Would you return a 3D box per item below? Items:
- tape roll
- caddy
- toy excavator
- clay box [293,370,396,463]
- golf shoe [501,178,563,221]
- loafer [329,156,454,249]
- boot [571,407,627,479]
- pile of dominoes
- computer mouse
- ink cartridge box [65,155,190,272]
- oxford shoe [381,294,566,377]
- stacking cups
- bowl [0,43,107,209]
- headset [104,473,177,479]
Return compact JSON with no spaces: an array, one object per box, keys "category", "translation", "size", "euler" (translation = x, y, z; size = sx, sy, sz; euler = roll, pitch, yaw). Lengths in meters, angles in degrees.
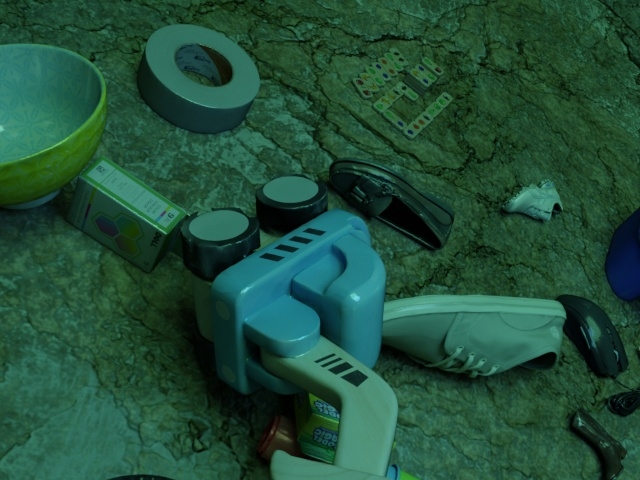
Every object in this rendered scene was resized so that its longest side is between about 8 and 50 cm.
[{"category":"tape roll","translation":[-0.228,-0.304,1.410],"size":[0.219,0.072,0.219],"euler":[16,49,-19]},{"category":"caddy","translation":[0.779,0.029,1.645],"size":[0.241,0.179,0.341],"euler":[37,45,0]},{"category":"toy excavator","translation":[-0.007,0.130,0.955],"size":[0.445,0.222,0.433],"euler":[24,39,33]},{"category":"clay box","translation":[0.029,0.239,1.065],"size":[0.128,0.053,0.222],"euler":[22,15,-13]},{"category":"golf shoe","translation":[0.469,-0.078,1.635],"size":[0.176,0.069,0.086],"euler":[-18,71,-37]},{"category":"loafer","translation":[0.135,-0.069,1.419],"size":[0.268,0.096,0.084],"euler":[24,53,-14]},{"category":"boot","translation":[0.476,0.354,1.310],"size":[0.114,0.037,0.106],"euler":[46,33,6]},{"category":"pile of dominoes","translation":[0.194,-0.351,1.712],"size":[0.196,0.040,0.251],"euler":[40,45,4]},{"category":"computer mouse","translation":[0.584,0.202,1.478],"size":[0.184,0.060,0.261],"euler":[-6,59,-32]},{"category":"ink cartridge box","translation":[-0.271,-0.022,1.134],"size":[0.209,0.109,0.062],"euler":[34,46,-3]},{"category":"oxford shoe","translation":[0.234,0.163,1.254],"size":[0.450,0.169,0.129],"euler":[5,75,-27]},{"category":"stacking cups","translation":[0.060,0.346,1.056],"size":[0.316,0.096,0.096],"euler":[25,46,-3]},{"category":"bowl","translation":[-0.439,-0.138,1.075],"size":[0.290,0.156,0.289],"euler":[0,46,0]},{"category":"headset","translation":[-0.136,0.405,0.818],"size":[0.394,0.185,0.243],"euler":[29,45,9]}]
